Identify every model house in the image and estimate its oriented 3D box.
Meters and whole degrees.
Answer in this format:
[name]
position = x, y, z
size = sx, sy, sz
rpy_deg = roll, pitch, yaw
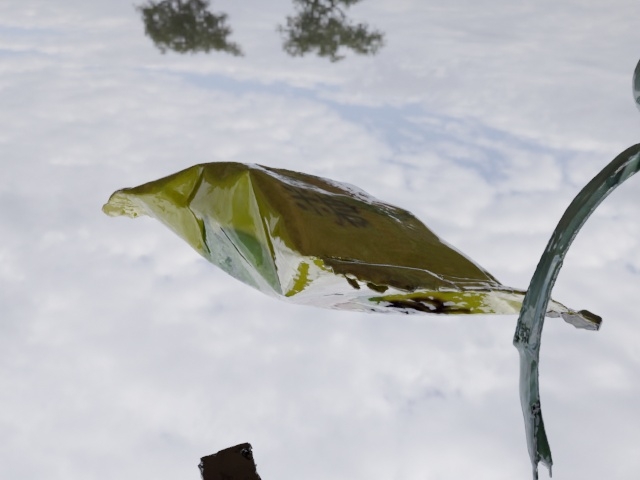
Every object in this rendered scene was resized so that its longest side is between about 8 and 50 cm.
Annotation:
[model house]
position = -0.157, 0.402, 1.107
size = 0.203, 0.164, 0.141
rpy_deg = -24, -166, -8

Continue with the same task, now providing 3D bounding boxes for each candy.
[candy]
position = 0.000, 0.000, 0.468
size = 0.187, 0.081, 0.297
rpy_deg = 11, -178, -39

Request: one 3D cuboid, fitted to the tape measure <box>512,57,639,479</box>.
[tape measure]
position = 0.194, -0.019, 0.345
size = 0.163, 0.331, 0.084
rpy_deg = 16, -177, -2
